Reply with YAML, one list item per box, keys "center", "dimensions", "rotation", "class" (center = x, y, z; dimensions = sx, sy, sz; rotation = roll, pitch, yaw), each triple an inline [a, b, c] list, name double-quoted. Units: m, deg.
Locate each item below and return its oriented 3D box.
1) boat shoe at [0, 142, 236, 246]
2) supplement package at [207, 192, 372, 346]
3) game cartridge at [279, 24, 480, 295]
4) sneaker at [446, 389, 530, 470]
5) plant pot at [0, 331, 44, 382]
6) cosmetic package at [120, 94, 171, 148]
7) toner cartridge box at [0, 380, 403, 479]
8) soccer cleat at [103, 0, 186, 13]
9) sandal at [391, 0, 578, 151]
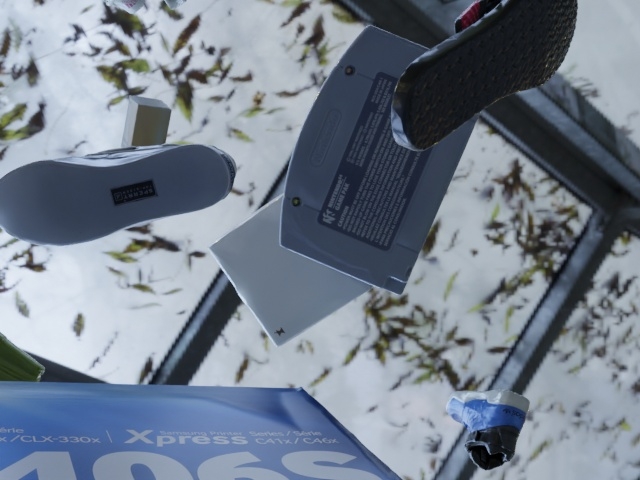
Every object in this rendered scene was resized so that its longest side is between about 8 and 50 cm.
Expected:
- center: [-0.212, -0.050, 0.987]
  dimensions: [0.084, 0.258, 0.095]
  rotation: [-62, -33, -80]
  class: "boat shoe"
- center: [0.000, 0.000, 1.392]
  dimensions: [0.178, 0.175, 0.293]
  rotation: [56, -156, -3]
  class: "supplement package"
- center: [0.067, -0.102, 1.157]
  dimensions: [0.196, 0.060, 0.294]
  rotation: [23, -80, -1]
  class: "game cartridge"
- center: [0.185, 0.225, 1.103]
  dimensions: [0.058, 0.152, 0.085]
  rotation: [27, -110, -17]
  class: "sneaker"
- center: [-0.378, 0.156, 1.127]
  dimensions: [0.079, 0.083, 0.083]
  rotation: [29, -113, -5]
  class: "plant pot"
- center: [-0.209, -0.107, 1.098]
  dimensions: [0.041, 0.060, 0.115]
  rotation: [6, -75, -24]
  class: "cosmetic package"
- center: [-0.144, 0.118, 0.398]
  dimensions: [0.347, 0.165, 0.075]
  rotation: [5, -83, -23]
  class: "toner cartridge box"
- center: [-0.351, -0.441, 1.505]
  dimensions: [0.331, 0.116, 0.143]
  rotation: [-8, -92, -38]
  class: "soccer cleat"
- center: [0.091, -0.108, 0.535]
  dimensions: [0.179, 0.040, 0.067]
  rotation: [-33, -48, -35]
  class: "sandal"
